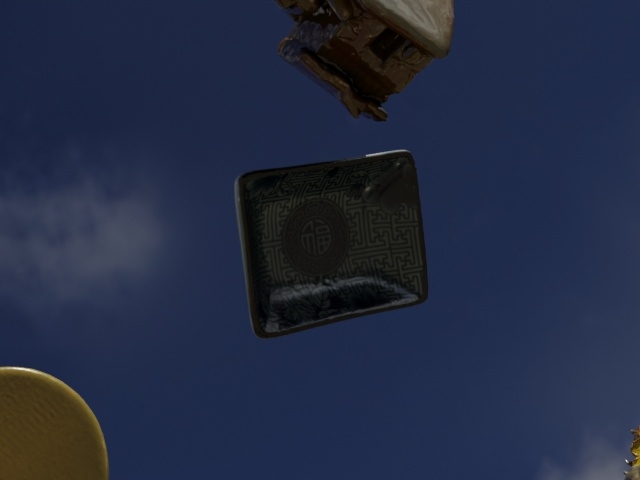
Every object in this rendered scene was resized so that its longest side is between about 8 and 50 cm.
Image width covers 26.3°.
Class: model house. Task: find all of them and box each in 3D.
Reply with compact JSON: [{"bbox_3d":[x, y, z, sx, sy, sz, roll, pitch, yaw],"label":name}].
[{"bbox_3d":[0.018,-0.248,1.441,0.199,0.220,0.229,26,-40,-14],"label":"model house"}]

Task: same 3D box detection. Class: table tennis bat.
[{"bbox_3d":[-0.298,0.285,1.362,0.198,0.050,0.321,-13,-93,-13],"label":"table tennis bat"}]

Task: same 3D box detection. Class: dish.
[{"bbox_3d":[0.000,0.000,1.542,0.243,0.080,0.182,-10,-83,-34],"label":"dish"}]

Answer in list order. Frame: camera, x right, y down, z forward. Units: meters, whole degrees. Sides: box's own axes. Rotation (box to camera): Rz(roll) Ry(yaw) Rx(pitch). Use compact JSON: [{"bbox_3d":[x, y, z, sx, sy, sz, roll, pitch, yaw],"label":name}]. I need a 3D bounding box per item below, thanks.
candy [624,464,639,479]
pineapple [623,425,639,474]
[{"bbox_3d":[0.350,0.285,1.422,0.095,0.085,0.110,61,-133,-69],"label":"candy"},{"bbox_3d":[0.460,0.305,1.787,0.116,0.137,0.069,-19,-31,17],"label":"pineapple"}]
